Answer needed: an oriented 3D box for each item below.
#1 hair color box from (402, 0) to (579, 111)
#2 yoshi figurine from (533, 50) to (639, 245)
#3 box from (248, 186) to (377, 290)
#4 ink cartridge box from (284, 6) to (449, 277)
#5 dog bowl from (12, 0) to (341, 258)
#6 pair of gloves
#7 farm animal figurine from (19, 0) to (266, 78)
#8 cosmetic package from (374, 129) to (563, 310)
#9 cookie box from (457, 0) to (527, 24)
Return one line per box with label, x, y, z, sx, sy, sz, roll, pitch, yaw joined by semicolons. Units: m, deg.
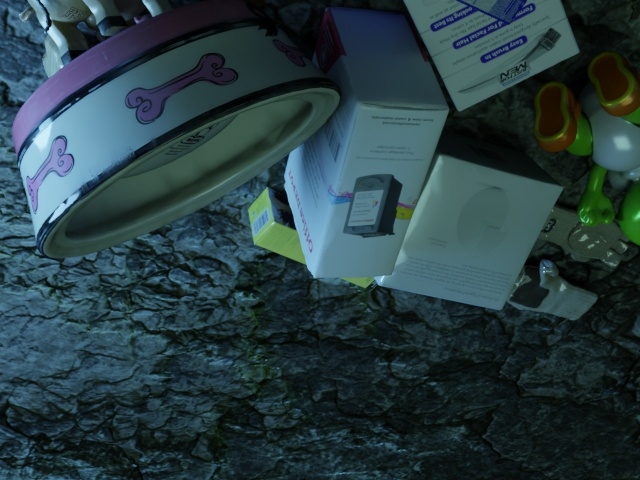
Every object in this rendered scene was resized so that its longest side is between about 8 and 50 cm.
hair color box;0.192;-0.347;1.394;0.185;0.110;0.338;-26;132;10
yoshi figurine;0.462;-0.105;1.588;0.362;0.204;0.203;33;85;-46
box;0.000;0.000;1.701;0.232;0.087;0.058;23;125;-32
ink cartridge box;0.053;-0.131;1.486;0.131;0.226;0.306;-1;135;-15
dog bowl;-0.186;-0.139;1.310;0.408;0.150;0.408;-29;173;-4
pair of gloves;0.416;0.037;1.872;0.204;0.042;0.240;12;128;-19
farm animal figurine;-0.249;-0.291;1.287;0.330;0.172;0.327;-31;174;16
cosmetic package;0.205;-0.036;1.648;0.224;0.138;0.224;13;113;-24
cookie box;0.181;-0.312;1.287;0.107;0.091;0.040;18;124;-27
